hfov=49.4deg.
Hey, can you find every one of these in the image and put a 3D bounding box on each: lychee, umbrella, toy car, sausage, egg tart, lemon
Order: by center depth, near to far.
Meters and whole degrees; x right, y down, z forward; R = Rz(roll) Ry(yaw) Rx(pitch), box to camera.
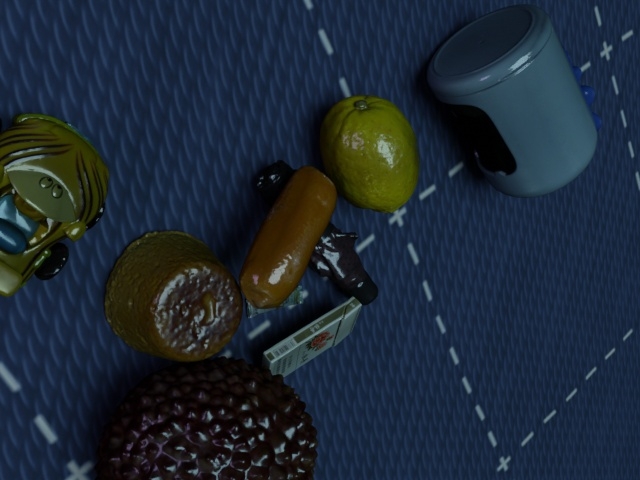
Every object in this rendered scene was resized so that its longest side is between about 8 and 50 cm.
[{"bbox_3d":[-0.383,-0.046,0.899,0.200,0.142,0.248,39,78,-33],"label":"toy car"},{"bbox_3d":[-0.168,0.320,1.025,0.306,0.330,0.306,0,90,-60],"label":"lychee"},{"bbox_3d":[-0.205,0.092,1.044,0.202,0.147,0.203,-7,103,-35],"label":"egg tart"},{"bbox_3d":[-0.047,-0.005,1.050,0.098,0.098,0.238,41,65,-32],"label":"sausage"},{"bbox_3d":[0.083,-0.144,1.182,0.170,0.170,0.207,-30,120,-26],"label":"lemon"},{"bbox_3d":[0.000,0.000,1.198,0.094,0.090,0.326,-49,121,-22],"label":"umbrella"}]

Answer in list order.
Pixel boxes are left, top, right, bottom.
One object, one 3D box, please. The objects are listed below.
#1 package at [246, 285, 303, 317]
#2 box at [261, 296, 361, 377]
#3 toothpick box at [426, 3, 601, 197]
[{"bbox_3d":[-0.078,0.106,1.210,0.110,0.015,0.037,-12,111,-30],"label":"package"},{"bbox_3d":[-0.017,0.178,1.219,0.198,0.029,0.109,-29,155,-26],"label":"box"},{"bbox_3d":[0.393,-0.243,1.325,0.263,0.263,0.355,-49,122,-17],"label":"toothpick box"}]
